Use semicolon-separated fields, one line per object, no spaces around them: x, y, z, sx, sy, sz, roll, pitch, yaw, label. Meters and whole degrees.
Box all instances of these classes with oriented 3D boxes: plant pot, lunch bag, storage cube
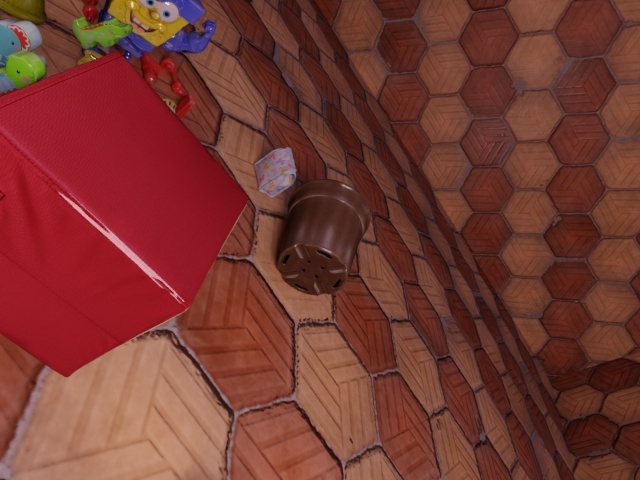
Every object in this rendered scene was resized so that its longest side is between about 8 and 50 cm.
0.000;0.000;0.818;0.167;0.166;0.165;47;36;-24;plant pot
-0.084;-0.136;0.880;0.053;0.083;0.071;25;42;-49;lunch bag
-0.216;-0.023;0.417;0.193;0.183;0.215;49;27;-23;storage cube

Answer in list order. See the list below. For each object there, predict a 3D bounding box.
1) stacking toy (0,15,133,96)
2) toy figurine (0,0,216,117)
-0.309;-0.173;0.398;0.167;0.221;0.052;-82;168;-52;stacking toy
-0.275;-0.358;0.622;0.362;0.217;0.191;29;39;-47;toy figurine
